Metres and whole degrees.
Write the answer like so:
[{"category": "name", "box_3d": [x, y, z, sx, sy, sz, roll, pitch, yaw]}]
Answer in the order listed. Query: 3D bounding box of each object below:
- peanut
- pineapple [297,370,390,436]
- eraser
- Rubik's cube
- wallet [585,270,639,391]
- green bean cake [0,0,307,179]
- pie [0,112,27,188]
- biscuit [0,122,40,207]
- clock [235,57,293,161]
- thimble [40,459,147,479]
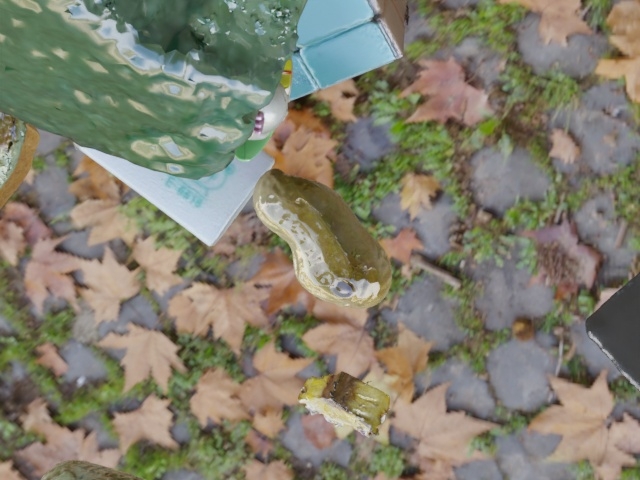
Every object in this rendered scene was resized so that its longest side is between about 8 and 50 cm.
[{"category": "peanut", "box_3d": [0.000, 0.000, 1.446, 0.236, 0.110, 0.120, 45, 122, -9]}, {"category": "pineapple", "box_3d": [0.028, 0.233, 1.553, 0.137, 0.069, 0.116, 10, 152, 19]}, {"category": "eraser", "box_3d": [-0.245, -0.147, 1.801, 0.290, 0.104, 0.189, 36, 83, -2]}, {"category": "Rubik's cube", "box_3d": [-0.022, -0.360, 1.519, 0.231, 0.221, 0.224, -18, 127, 20]}, {"category": "wallet", "box_3d": [0.322, 0.103, 0.780, 0.146, 0.285, 0.030, -41, 132, 7]}, {"category": "green bean cake", "box_3d": [-0.143, -0.179, 0.499, 0.308, 0.300, 0.169, 23, 71, -8]}, {"category": "pie", "box_3d": [-0.469, -0.148, 1.167, 0.303, 0.067, 0.302, -4, 110, -11]}, {"category": "biscuit", "box_3d": [-0.418, -0.086, 1.346, 0.029, 0.142, 0.220, 44, 145, 4]}, {"category": "clock", "box_3d": [-0.082, -0.211, 1.295, 0.103, 0.144, 0.230, 1, 97, -16]}, {"category": "thimble", "box_3d": [-0.235, 0.341, 1.166, 0.144, 0.137, 0.190, 9, 111, 27]}]
